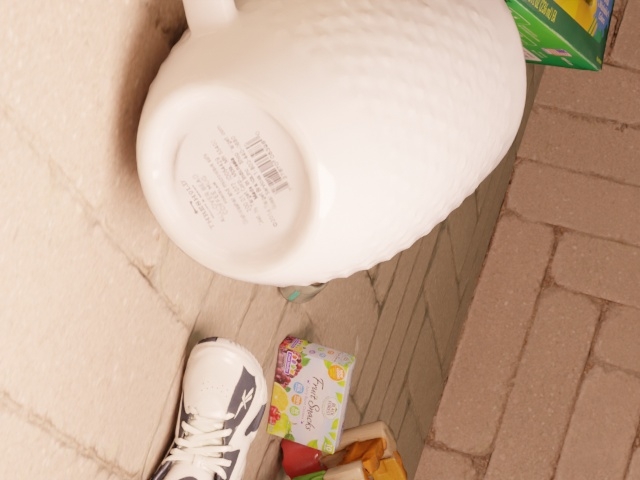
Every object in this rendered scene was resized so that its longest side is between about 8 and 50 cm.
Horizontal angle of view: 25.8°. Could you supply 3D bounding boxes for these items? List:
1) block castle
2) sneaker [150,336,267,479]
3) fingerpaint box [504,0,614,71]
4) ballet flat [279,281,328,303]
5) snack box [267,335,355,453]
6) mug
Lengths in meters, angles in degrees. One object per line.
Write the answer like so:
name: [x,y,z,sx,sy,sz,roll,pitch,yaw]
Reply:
block castle: [-0.002,0.458,1.855,0.453,0.213,0.303,-48,118,-69]
sneaker: [-0.124,0.226,1.463,0.153,0.094,0.235,-71,179,-52]
fingerpaint box: [0.234,-0.424,1.589,0.445,0.163,0.371,15,87,-64]
ballet flat: [0.000,0.000,1.809,0.068,0.072,0.213,-49,-172,45]
snack box: [-0.013,0.208,1.879,0.037,0.100,0.141,-50,152,-59]
mug: [-0.018,-0.149,1.199,0.328,0.276,0.374,-40,114,-55]
